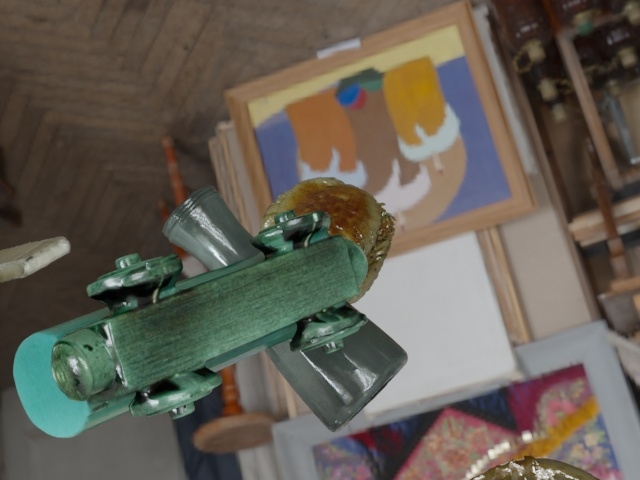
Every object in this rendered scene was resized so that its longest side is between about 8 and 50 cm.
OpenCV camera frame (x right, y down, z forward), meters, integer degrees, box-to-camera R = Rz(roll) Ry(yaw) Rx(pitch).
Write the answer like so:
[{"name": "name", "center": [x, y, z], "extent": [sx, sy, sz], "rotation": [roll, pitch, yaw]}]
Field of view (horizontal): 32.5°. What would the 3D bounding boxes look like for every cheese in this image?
[{"name": "cheese", "center": [-0.488, 0.038, 1.681], "extent": [0.085, 0.034, 0.400], "rotation": [-34, -167, -31]}]

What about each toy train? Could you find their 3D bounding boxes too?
[{"name": "toy train", "center": [-0.083, 0.054, 0.716], "extent": [0.248, 0.101, 0.159], "rotation": [-19, 177, -46]}]

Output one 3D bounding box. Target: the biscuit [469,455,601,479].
[{"name": "biscuit", "center": [0.226, 0.341, 1.078], "extent": [0.259, 0.259, 0.079], "rotation": [-32, 167, 34]}]

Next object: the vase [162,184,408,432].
[{"name": "vase", "center": [-0.034, 0.048, 0.874], "extent": [0.086, 0.214, 0.086], "rotation": [-44, 171, -9]}]

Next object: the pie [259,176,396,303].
[{"name": "pie", "center": [0.000, 0.000, 1.329], "extent": [0.163, 0.193, 0.079], "rotation": [12, 144, 17]}]
